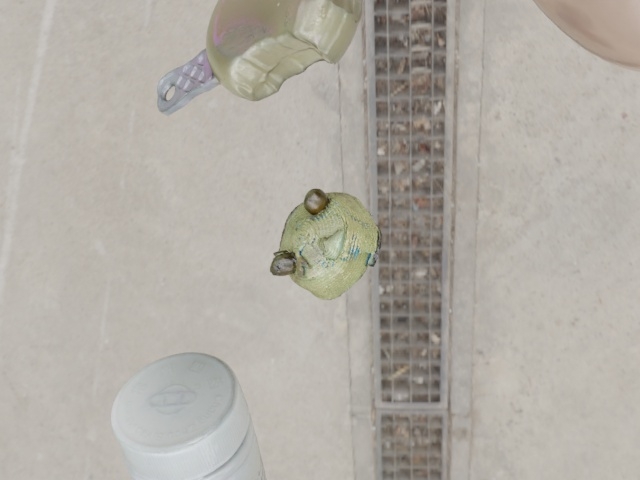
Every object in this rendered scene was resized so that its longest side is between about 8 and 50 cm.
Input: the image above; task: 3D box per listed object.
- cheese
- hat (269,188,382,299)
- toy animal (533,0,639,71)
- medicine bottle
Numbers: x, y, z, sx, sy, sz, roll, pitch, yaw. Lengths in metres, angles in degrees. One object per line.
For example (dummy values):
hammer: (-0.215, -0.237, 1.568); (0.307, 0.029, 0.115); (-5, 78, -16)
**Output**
cheese: (-0.082, -0.215, 0.981); (0.286, 0.163, 0.082); (-29, 146, 32)
hat: (0.000, 0.000, 0.669); (0.077, 0.076, 0.059); (-47, 139, 18)
toy animal: (0.192, -0.283, 0.498); (0.345, 0.247, 0.277); (45, 144, 22)
medicine bottle: (-0.180, 0.342, 1.313); (0.190, 0.190, 0.332); (-3, 127, 7)
